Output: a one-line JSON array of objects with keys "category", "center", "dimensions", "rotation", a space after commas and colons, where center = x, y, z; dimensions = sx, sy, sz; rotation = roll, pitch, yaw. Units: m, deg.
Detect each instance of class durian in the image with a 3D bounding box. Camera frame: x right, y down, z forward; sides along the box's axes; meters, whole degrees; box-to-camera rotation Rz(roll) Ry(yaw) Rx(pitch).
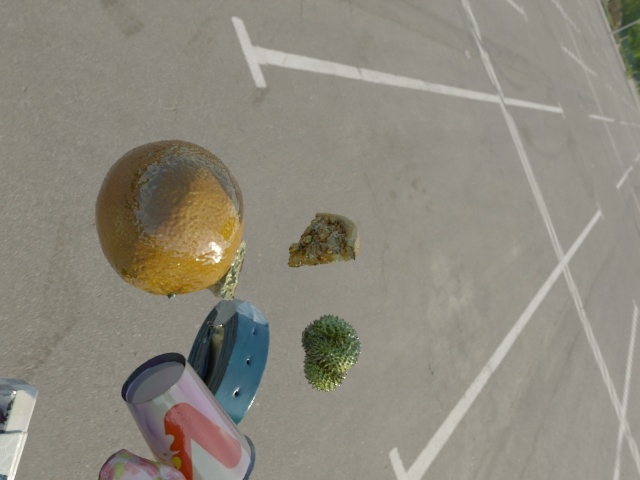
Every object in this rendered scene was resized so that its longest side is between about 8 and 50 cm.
[{"category": "durian", "center": [0.041, 0.412, 1.825], "dimensions": [0.225, 0.291, 0.290], "rotation": [0, 68, -9]}]

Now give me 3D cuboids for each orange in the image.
[{"category": "orange", "center": [-0.251, -0.032, 0.832], "dimensions": [0.264, 0.264, 0.263], "rotation": [26, 54, -43]}]

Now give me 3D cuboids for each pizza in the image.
[{"category": "pizza", "center": [0.000, 0.000, 0.818], "dimensions": [0.178, 0.131, 0.041], "rotation": [-103, 168, -62]}]

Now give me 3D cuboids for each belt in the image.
[{"category": "belt", "center": [-0.320, 0.413, 1.654], "dimensions": [0.173, 0.300, 0.435], "rotation": [27, 61, -34]}]

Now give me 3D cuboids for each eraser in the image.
[{"category": "eraser", "center": [-0.675, 0.482, 0.962], "dimensions": [0.096, 0.098, 0.403], "rotation": [20, 82, -50]}]

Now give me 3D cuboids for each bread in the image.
[{"category": "bread", "center": [-0.210, 0.050, 1.058], "dimensions": [0.136, 0.154, 0.054], "rotation": [-51, 139, -15]}]

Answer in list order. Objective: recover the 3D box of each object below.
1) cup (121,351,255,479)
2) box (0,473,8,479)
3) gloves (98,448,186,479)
[{"category": "cup", "center": [-0.277, 0.382, 1.002], "dimensions": [0.203, 0.203, 0.288], "rotation": [-53, 131, -49]}, {"category": "box", "center": [-0.349, 0.309, 0.426], "dimensions": [0.036, 0.115, 0.177], "rotation": [22, 93, -2]}, {"category": "gloves", "center": [-0.276, 0.459, 0.840], "dimensions": [0.145, 0.242, 0.126], "rotation": [-64, 164, -4]}]
